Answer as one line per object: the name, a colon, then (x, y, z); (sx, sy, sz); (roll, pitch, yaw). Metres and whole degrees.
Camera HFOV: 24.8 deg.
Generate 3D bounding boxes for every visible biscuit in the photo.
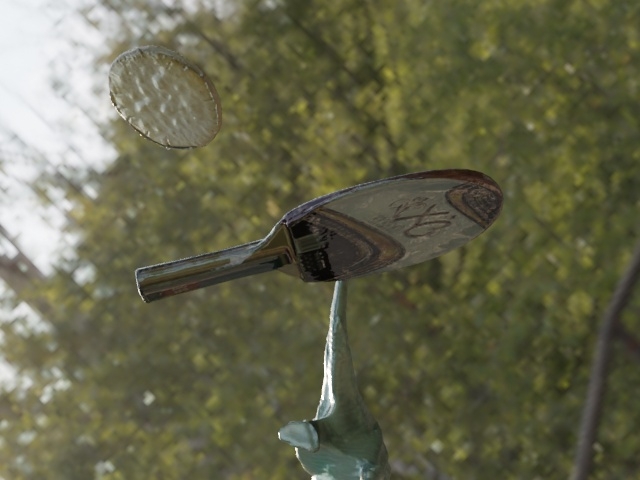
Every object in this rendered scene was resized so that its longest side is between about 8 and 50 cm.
biscuit: (-0.181, -0.163, 1.681); (0.152, 0.152, 0.020); (-55, 5, 49)

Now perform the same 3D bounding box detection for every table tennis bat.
table tennis bat: (0.000, 0.000, 1.167); (0.301, 0.022, 0.173); (-14, -23, -1)

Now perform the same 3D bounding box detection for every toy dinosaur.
toy dinosaur: (0.020, 0.175, 1.266); (0.092, 0.392, 0.205); (-10, -9, 7)
